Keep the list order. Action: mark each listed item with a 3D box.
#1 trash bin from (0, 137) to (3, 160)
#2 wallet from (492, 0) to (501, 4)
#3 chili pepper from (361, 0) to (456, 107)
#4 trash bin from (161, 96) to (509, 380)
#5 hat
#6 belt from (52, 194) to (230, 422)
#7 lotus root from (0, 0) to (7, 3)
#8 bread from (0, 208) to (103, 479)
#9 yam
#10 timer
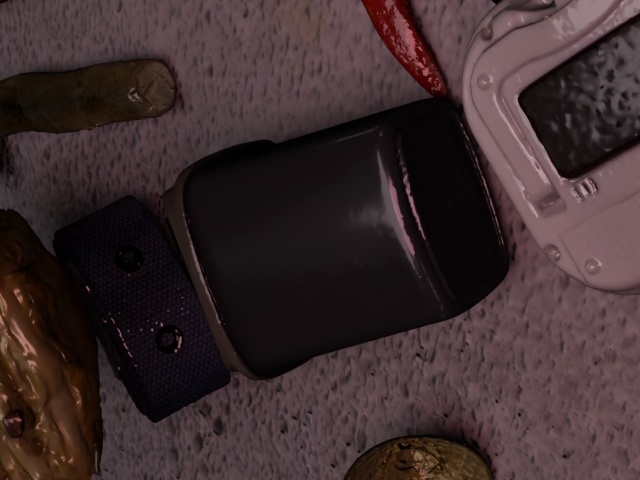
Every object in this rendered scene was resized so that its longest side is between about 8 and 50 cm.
[{"bbox_3d":[-0.528,-0.162,1.446,0.247,0.121,0.243,-2,123,45],"label":"trash bin"},{"bbox_3d":[0.186,-0.228,0.882,0.318,0.045,0.172,45,133,17],"label":"wallet"},{"bbox_3d":[0.064,-0.184,1.015,0.045,0.027,0.178,-29,90,43],"label":"chili pepper"},{"bbox_3d":[0.000,0.000,1.046,0.290,0.182,0.209,-16,96,38],"label":"trash bin"},{"bbox_3d":[0.089,0.217,1.140,0.146,0.067,0.146,-1,126,-2],"label":"hat"},{"bbox_3d":[-0.181,0.067,1.263,0.230,0.126,0.139,60,161,4],"label":"belt"},{"bbox_3d":[-0.386,-0.424,1.251,0.375,0.111,0.390,34,123,23],"label":"lotus root"},{"bbox_3d":[-0.317,0.087,1.197,0.324,0.167,0.277,16,131,62],"label":"bread"},{"bbox_3d":[-0.281,-0.153,1.296,0.317,0.071,0.067,-2,143,40],"label":"yam"},{"bbox_3d":[0.224,-0.093,0.818,0.262,0.087,0.237,-33,86,41],"label":"timer"}]
